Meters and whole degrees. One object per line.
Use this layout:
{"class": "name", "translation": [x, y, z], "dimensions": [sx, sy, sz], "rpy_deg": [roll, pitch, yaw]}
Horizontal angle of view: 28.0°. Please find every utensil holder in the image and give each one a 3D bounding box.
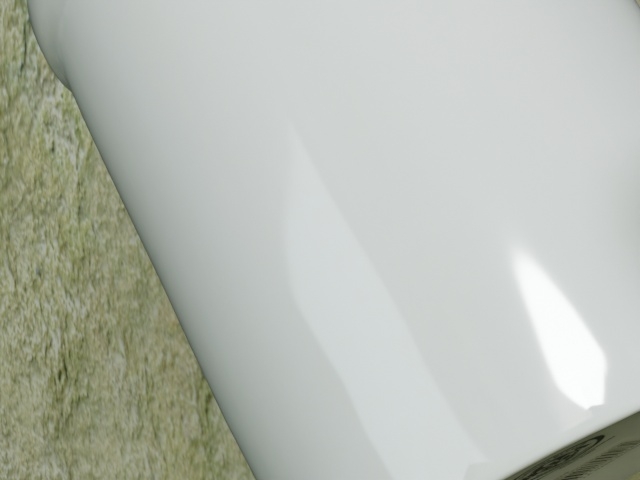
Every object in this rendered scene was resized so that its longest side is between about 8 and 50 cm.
{"class": "utensil holder", "translation": [0.052, -0.036, 0.734], "dimensions": [0.327, 0.328, 0.385], "rpy_deg": [-51, 58, 48]}
